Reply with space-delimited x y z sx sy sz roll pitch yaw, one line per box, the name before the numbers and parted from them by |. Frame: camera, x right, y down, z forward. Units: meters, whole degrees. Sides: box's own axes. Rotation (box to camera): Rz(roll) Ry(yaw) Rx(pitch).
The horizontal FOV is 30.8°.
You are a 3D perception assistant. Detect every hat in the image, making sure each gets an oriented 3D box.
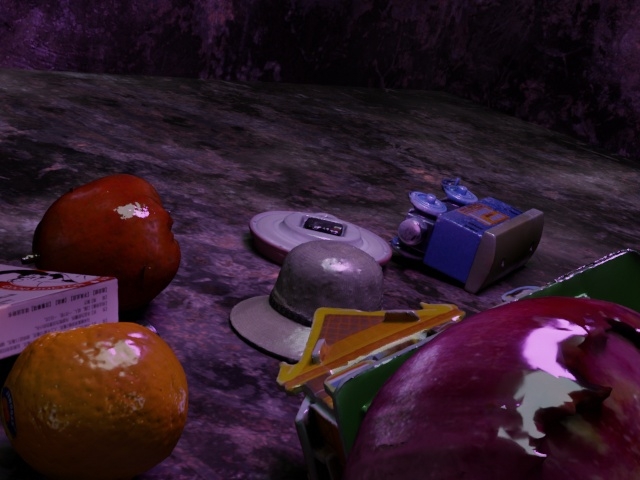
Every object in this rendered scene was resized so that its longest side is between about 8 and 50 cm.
hat | 0.014 0.071 1.586 0.257 0.130 0.257 12 16 -3

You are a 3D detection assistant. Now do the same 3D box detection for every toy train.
toy train | 0.256 -0.010 2.039 0.202 0.131 0.300 27 22 21

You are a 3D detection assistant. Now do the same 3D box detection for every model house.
model house | 0.123 0.124 1.160 0.358 0.242 0.313 -24 26 -19

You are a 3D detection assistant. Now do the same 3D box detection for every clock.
clock | 0.000 -0.001 1.939 0.244 0.056 0.244 11 16 -3

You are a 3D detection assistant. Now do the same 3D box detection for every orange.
orange | -0.213 0.153 1.104 0.178 0.155 0.177 -14 -17 -5

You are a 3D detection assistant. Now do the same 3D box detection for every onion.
onion | 0.158 0.210 0.864 0.358 0.358 0.345 -2 17 -39

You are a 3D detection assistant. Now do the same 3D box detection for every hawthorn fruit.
hawthorn fruit | -0.289 0.007 1.519 0.202 0.185 0.185 -8 21 -13

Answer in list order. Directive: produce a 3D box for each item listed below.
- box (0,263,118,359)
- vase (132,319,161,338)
box | -0.416 0.089 1.263 0.214 0.069 0.353 5 10 32
vase | -0.252 0.135 1.313 0.059 0.059 0.167 21 19 28
